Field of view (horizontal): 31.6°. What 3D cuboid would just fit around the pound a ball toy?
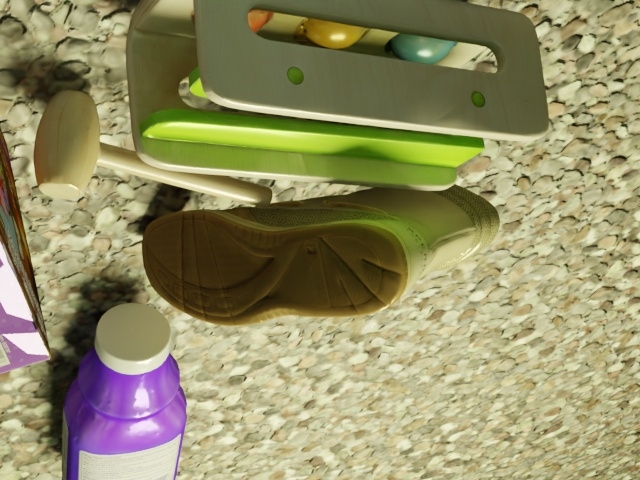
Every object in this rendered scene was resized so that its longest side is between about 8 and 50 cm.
[{"bbox_3d":[-0.028,-0.113,0.818,0.319,0.136,0.208,3,162,-30],"label":"pound a ball toy"}]

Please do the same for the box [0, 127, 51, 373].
[{"bbox_3d":[-0.233,-0.079,0.669,0.057,0.201,0.293,-16,144,-10],"label":"box"}]

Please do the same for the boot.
[{"bbox_3d":[0.000,0.000,0.960,0.261,0.095,0.203,-2,-169,34],"label":"boot"}]

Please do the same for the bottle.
[{"bbox_3d":[-0.190,0.171,1.097,0.118,0.092,0.283,-8,141,-19],"label":"bottle"}]
